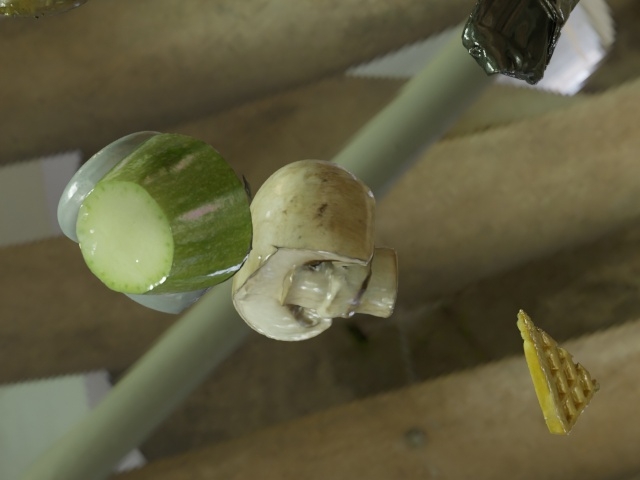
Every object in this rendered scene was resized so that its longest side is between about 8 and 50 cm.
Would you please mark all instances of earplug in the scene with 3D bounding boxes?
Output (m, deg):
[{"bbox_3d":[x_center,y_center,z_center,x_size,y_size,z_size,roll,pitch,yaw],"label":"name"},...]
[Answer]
[{"bbox_3d":[-0.263,-0.026,2.473,0.175,0.214,0.325,42,166,47],"label":"earplug"}]

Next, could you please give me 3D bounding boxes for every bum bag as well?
[{"bbox_3d":[0.274,-0.307,2.016,0.142,0.079,0.326,45,-127,-21],"label":"bum bag"}]

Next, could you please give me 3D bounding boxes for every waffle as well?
[{"bbox_3d":[0.295,0.135,2.042,0.125,0.032,0.191,-43,-57,-43],"label":"waffle"}]

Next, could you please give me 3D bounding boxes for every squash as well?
[{"bbox_3d":[-0.161,-0.018,1.660,0.170,0.170,0.123,53,-148,6],"label":"squash"}]

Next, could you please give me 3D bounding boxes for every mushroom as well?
[{"bbox_3d":[0.000,0.000,2.016,0.195,0.254,0.189,10,-116,-11],"label":"mushroom"}]

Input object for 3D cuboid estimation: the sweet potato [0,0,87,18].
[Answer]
[{"bbox_3d":[-0.310,-0.437,2.391,0.130,0.422,0.130,47,-151,-36],"label":"sweet potato"}]
